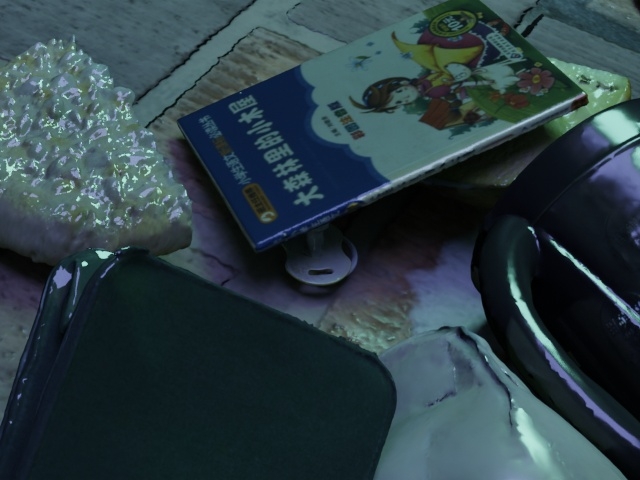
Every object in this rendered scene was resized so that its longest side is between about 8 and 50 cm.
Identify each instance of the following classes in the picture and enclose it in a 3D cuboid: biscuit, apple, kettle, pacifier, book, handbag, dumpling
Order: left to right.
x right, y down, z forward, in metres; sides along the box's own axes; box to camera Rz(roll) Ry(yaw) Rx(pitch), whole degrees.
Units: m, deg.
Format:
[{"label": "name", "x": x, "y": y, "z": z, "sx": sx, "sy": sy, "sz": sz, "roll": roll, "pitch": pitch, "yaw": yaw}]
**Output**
[{"label": "biscuit", "x": -0.238, "y": -0.069, "z": 1.202, "sx": 0.179, "sy": 0.084, "sz": 0.281, "roll": -15, "pitch": 47, "yaw": -22}, {"label": "handbag", "x": -0.084, "y": 0.156, "z": 0.826, "sx": 0.247, "sy": 0.079, "sz": 0.260, "roll": 27, "pitch": 72, "yaw": -36}, {"label": "pacifier", "x": 0.000, "y": 0.000, "z": 1.196, "sx": 0.068, "sy": 0.064, "sz": 0.083, "roll": -5, "pitch": 45, "yaw": -10}, {"label": "book", "x": 0.048, "y": -0.117, "z": 1.248, "sx": 0.322, "sy": 0.018, "sz": 0.228, "roll": -25, "pitch": 39, "yaw": -9}, {"label": "dumpling", "x": 0.103, "y": 0.240, "z": 0.902, "sx": 0.260, "sy": 0.181, "sz": 0.341, "roll": -37, "pitch": 85, "yaw": 1}, {"label": "apple", "x": 0.150, "y": -0.094, "z": 1.299, "sx": 0.265, "sy": 0.120, "sz": 0.193, "roll": 19, "pitch": 51, "yaw": 33}, {"label": "kettle", "x": 0.272, "y": 0.079, "z": 1.053, "sx": 0.321, "sy": 0.228, "sz": 0.324, "roll": -9, "pitch": 49, "yaw": -43}]
